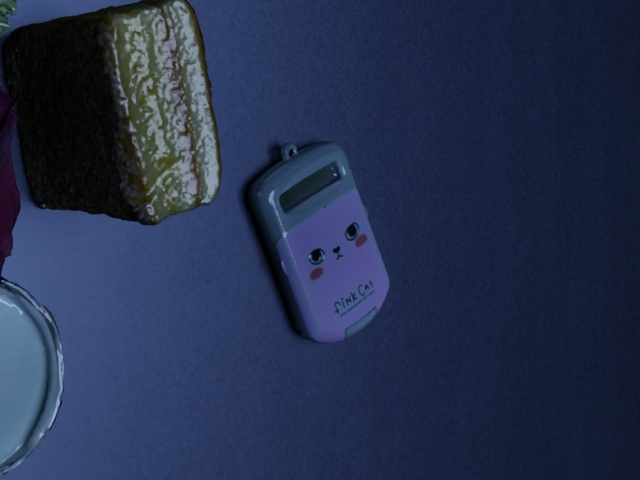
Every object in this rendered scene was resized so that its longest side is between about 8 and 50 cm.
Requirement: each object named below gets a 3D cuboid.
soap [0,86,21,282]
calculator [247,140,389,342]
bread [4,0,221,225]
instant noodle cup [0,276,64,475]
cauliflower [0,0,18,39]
[{"bbox_3d":[-0.338,-0.044,0.865,0.220,0.325,0.127,8,120,-4],"label":"soap"},{"bbox_3d":[0.000,0.000,1.317,0.141,0.045,0.246,-33,113,-33],"label":"calculator"},{"bbox_3d":[-0.186,-0.119,1.027,0.110,0.234,0.184,-19,107,-35],"label":"bread"},{"bbox_3d":[-0.334,0.104,0.961,0.230,0.182,0.230,-4,96,-39],"label":"instant noodle cup"},{"bbox_3d":[-0.336,-0.267,0.868,0.272,0.250,0.275,-12,57,-39],"label":"cauliflower"}]
